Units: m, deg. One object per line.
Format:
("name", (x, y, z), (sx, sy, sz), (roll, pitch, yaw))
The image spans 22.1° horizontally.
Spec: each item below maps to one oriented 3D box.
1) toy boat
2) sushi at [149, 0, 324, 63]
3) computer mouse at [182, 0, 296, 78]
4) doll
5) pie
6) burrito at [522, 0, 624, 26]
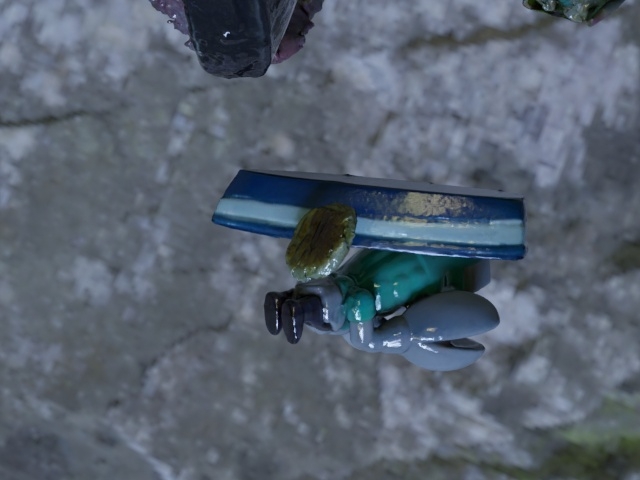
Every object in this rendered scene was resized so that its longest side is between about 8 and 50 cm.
("toy boat", (0.046, -0.026, 1.528), (0.096, 0.299, 0.062), (-47, 141, -78))
("sushi", (-0.086, -0.278, 1.572), (0.241, 0.107, 0.161), (45, 53, -30))
("computer mouse", (-0.049, -0.255, 1.184), (0.170, 0.100, 0.269), (76, 10, -61))
("doll", (0.063, 0.068, 1.780), (0.195, 0.258, 0.153), (-112, -161, -69))
("pie", (0.000, 0.000, 1.450), (0.020, 0.084, 0.084), (32, 80, -31))
("burrito", (0.262, -0.287, 1.494), (0.309, 0.096, 0.066), (-57, 156, -46))
